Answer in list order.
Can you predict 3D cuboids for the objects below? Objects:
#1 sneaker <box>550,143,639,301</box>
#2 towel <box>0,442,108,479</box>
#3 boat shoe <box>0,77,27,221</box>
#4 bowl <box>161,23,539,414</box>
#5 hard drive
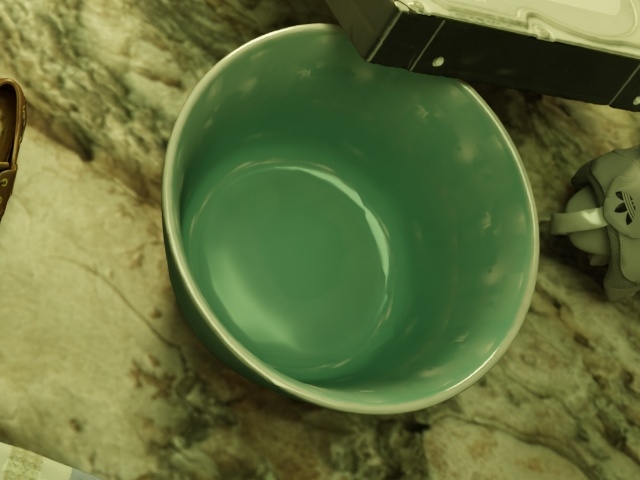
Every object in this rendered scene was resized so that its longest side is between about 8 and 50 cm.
[{"bbox_3d":[0.354,-0.037,1.595,0.366,0.210,0.137,3,69,-58],"label":"sneaker"},{"bbox_3d":[-0.288,0.236,1.293,0.285,0.034,0.209,21,65,-18],"label":"towel"},{"bbox_3d":[-0.269,-0.047,1.373,0.064,0.060,0.178,19,67,-16],"label":"boat shoe"},{"bbox_3d":[0.000,0.000,1.414,0.311,0.163,0.311,7,72,-21],"label":"bowl"},{"bbox_3d":[0.131,-0.222,1.490,0.339,0.064,0.237,5,42,-38],"label":"hard drive"}]
